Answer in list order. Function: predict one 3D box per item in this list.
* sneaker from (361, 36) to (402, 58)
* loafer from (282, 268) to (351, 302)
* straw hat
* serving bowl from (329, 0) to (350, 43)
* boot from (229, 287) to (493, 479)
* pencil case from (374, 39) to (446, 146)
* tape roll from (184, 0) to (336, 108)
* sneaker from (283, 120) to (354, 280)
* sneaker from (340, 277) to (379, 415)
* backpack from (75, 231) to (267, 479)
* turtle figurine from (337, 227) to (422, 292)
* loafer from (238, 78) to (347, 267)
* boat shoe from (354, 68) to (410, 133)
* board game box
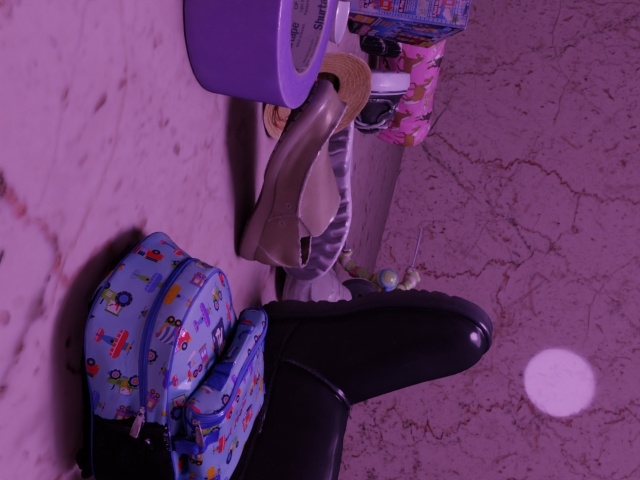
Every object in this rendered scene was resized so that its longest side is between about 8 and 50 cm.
[{"bbox_3d":[0.122,-0.423,1.242,0.208,0.082,0.094,62,40,-75],"label":"sneaker"},{"bbox_3d":[0.001,0.091,1.158,0.319,0.112,0.112,74,31,-71],"label":"loafer"},{"bbox_3d":[-0.014,-0.190,0.800,0.144,0.145,0.061,90,-25,-54],"label":"straw hat"},{"bbox_3d":[0.019,-0.327,0.933,0.083,0.027,0.083,14,90,-81],"label":"serving bowl"},{"bbox_3d":[0.008,0.281,0.801,0.146,0.367,0.445,55,41,-35],"label":"boot"},{"bbox_3d":[0.192,-0.384,1.465,0.386,0.160,0.167,88,23,-56],"label":"pencil case"},{"bbox_3d":[-0.043,-0.216,0.571,0.189,0.080,0.188,14,90,-80],"label":"tape roll"},{"bbox_3d":[0.010,-0.075,0.996,0.115,0.105,0.281,5,98,-80],"label":"sneaker"},{"bbox_3d":[0.041,0.211,1.538,0.257,0.169,0.447,-79,-176,-54],"label":"sneaker"},{"bbox_3d":[-0.110,0.088,0.505,0.158,0.117,0.173,-62,160,-60],"label":"backpack"},{"bbox_3d":[0.143,0.082,1.675,0.266,0.198,0.274,125,-45,-57],"label":"turtle figurine"},{"bbox_3d":[-0.017,-0.063,0.736,0.268,0.092,0.101,117,-6,-49],"label":"loafer"},{"bbox_3d":[0.107,-0.262,1.244,0.335,0.121,0.119,-42,140,-77],"label":"boat shoe"},{"bbox_3d":[0.118,-0.375,1.063,0.194,0.194,0.060,-140,-120,-78],"label":"board game box"}]
